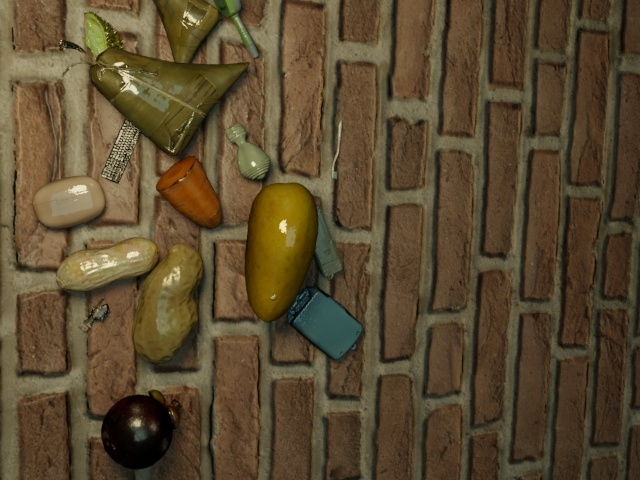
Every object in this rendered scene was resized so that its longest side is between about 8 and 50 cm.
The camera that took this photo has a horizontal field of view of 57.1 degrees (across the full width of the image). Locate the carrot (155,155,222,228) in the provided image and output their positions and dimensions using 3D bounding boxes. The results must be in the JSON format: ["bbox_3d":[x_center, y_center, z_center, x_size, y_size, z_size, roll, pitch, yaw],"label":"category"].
[{"bbox_3d":[-0.385,-0.135,1.844,0.159,0.159,0.225,-43,115,-9],"label":"carrot"}]

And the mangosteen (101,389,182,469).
[{"bbox_3d":[-0.543,0.575,1.825,0.266,0.228,0.228,-29,105,-45],"label":"mangosteen"}]

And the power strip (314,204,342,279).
[{"bbox_3d":[-0.001,0.000,2.015,0.078,0.052,0.271,-24,100,-14],"label":"power strip"}]

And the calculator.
[{"bbox_3d":[0.019,0.288,2.048,0.293,0.051,0.173,42,82,-17],"label":"calculator"}]

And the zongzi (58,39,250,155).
[{"bbox_3d":[-0.482,-0.515,1.727,0.418,0.181,0.447,-50,119,-6],"label":"zongzi"}]

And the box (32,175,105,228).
[{"bbox_3d":[-0.749,-0.114,1.756,0.201,0.088,0.145,-20,100,-16],"label":"box"}]

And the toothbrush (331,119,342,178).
[{"bbox_3d":[0.056,-0.312,2.021,0.022,0.017,0.203,5,94,-7],"label":"toothbrush"}]

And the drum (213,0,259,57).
[{"bbox_3d":[-0.257,-0.696,1.831,0.049,0.130,0.253,-38,104,-15],"label":"drum"}]

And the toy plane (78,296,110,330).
[{"bbox_3d":[-0.699,0.235,1.835,0.049,0.031,0.120,38,81,-11],"label":"toy plane"}]

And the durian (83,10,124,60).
[{"bbox_3d":[-0.649,-0.585,1.764,0.100,0.086,0.215,-11,96,18],"label":"durian"}]

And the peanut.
[{"bbox_3d":[-0.466,0.198,1.831,0.192,0.170,0.386,15,90,-23],"label":"peanut"}]

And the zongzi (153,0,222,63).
[{"bbox_3d":[-0.459,-0.658,1.805,0.228,0.115,0.256,35,109,-4],"label":"zongzi"}]

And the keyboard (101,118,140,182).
[{"bbox_3d":[-0.615,-0.276,1.820,0.060,0.018,0.195,23,88,-15],"label":"keyboard"}]

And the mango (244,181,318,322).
[{"bbox_3d":[-0.127,0.037,1.848,0.221,0.301,0.444,6,89,-19],"label":"mango"}]

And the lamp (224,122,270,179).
[{"bbox_3d":[-0.234,-0.284,1.897,0.106,0.106,0.192,-29,94,-13],"label":"lamp"}]

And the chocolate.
[{"bbox_3d":[-0.645,0.071,1.783,0.310,0.134,0.134,-17,100,-13],"label":"chocolate"}]
